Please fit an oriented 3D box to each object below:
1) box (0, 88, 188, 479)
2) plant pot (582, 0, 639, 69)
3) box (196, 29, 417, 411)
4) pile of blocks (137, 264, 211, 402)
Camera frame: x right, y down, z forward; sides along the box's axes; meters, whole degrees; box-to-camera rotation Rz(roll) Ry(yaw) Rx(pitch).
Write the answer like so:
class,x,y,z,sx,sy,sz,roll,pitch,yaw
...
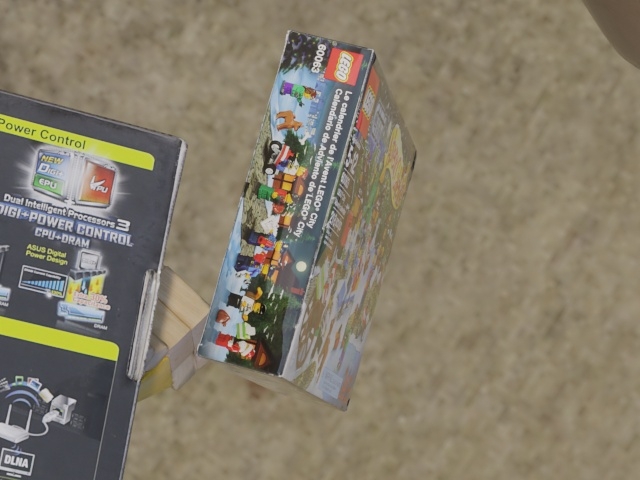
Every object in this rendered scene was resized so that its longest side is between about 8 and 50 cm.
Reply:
class,x,y,z,sx,sy,sz,roll,pitch,yaw
box,-0.191,0.041,0.563,0.060,0.270,0.216,140,-39,-65
plant pot,0.261,-0.236,1.293,0.263,0.263,0.229,-49,147,-18
box,0.000,0.000,0.963,0.233,0.044,0.159,47,59,-78
pile of blocks,-0.193,0.074,1.076,0.149,0.112,0.362,-54,164,20
